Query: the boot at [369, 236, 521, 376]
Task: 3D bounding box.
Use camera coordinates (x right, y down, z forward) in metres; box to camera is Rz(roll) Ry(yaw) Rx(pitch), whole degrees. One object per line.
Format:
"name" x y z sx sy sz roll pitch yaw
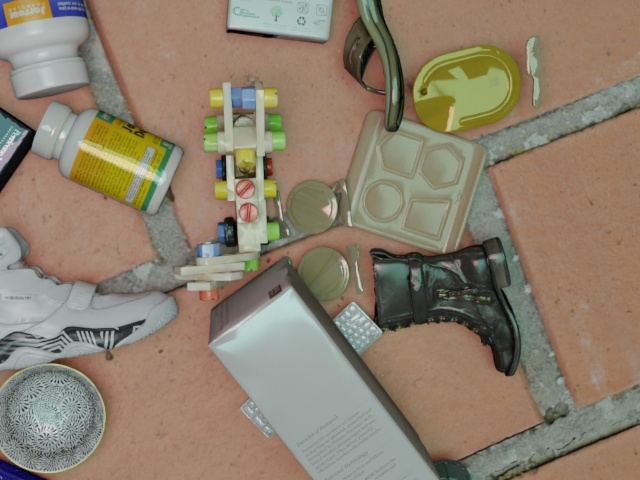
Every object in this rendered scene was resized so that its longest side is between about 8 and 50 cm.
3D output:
"boot" 0.200 0.117 1.641 0.228 0.091 0.263 -12 106 4

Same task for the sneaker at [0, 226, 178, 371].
"sneaker" -0.408 0.073 1.515 0.365 0.137 0.210 -11 93 -10

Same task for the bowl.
"bowl" -0.416 0.266 1.553 0.170 0.080 0.170 -1 94 -8

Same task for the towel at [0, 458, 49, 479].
"towel" -0.458 0.468 1.525 0.308 0.076 0.228 27 64 -10

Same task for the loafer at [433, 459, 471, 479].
"loafer" 0.129 0.455 1.657 0.267 0.084 0.096 -32 66 -9

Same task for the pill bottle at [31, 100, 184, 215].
"pill bottle" -0.324 -0.130 1.527 0.208 0.117 0.118 24 90 -8

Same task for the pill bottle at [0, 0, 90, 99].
"pill bottle" -0.429 -0.353 1.481 0.152 0.152 0.272 -14 94 -7

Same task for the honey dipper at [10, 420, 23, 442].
"honey dipper" -0.504 0.247 1.569 0.030 0.030 0.161 -21 92 -7

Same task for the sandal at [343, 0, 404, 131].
"sandal" 0.071 -0.313 1.586 0.086 0.120 0.303 -17 86 9

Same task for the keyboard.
"keyboard" -0.015 0.211 1.629 0.256 0.014 0.072 -44 99 3

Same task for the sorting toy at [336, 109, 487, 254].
"sorting toy" 0.148 -0.093 1.642 0.208 0.038 0.193 17 91 -4

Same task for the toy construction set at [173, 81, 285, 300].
"toy construction set" -0.121 -0.069 1.510 0.151 0.215 0.328 12 92 -7

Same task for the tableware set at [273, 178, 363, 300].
"tableware set" 0.000 0.000 1.616 0.128 0.039 0.194 -9 89 16

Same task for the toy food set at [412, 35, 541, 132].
"toy food set" 0.249 -0.251 1.630 0.217 0.071 0.128 -13 102 -4

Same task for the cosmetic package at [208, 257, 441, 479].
"cosmetic package" 0.002 0.232 1.518 0.156 0.217 0.385 -38 99 2

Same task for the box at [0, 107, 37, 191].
"box" -0.551 -0.158 1.497 0.207 0.108 0.153 33 88 -8

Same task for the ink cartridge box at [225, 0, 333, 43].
"ink cartridge box" -0.053 -0.485 1.574 0.165 0.065 0.333 6 94 -8
